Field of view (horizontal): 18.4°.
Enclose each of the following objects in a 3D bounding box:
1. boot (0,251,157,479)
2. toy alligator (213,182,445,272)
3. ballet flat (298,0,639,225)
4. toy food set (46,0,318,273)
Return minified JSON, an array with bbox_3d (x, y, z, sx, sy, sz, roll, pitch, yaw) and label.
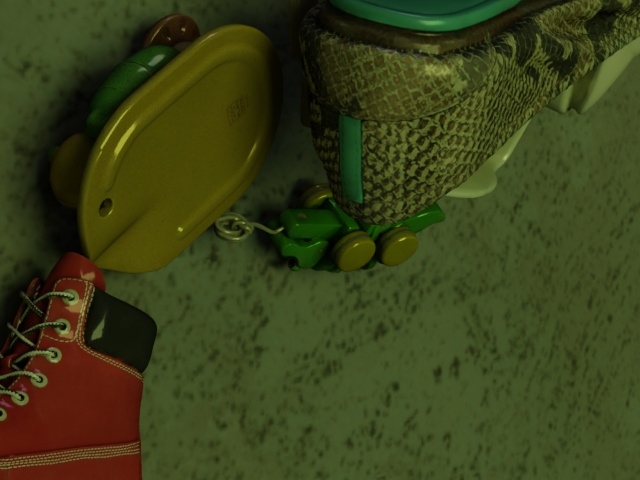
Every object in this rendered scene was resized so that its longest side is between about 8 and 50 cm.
[{"bbox_3d":[-0.186,0.087,1.078,0.244,0.088,0.176,12,82,-52],"label":"boot"},{"bbox_3d":[0.000,0.000,1.282,0.189,0.056,0.051,-6,138,-38],"label":"toy alligator"},{"bbox_3d":[0.132,-0.141,1.328,0.483,0.164,0.182,-38,139,-49],"label":"ballet flat"},{"bbox_3d":[-0.090,-0.074,1.185,0.218,0.071,0.128,-43,143,-32],"label":"toy food set"}]
